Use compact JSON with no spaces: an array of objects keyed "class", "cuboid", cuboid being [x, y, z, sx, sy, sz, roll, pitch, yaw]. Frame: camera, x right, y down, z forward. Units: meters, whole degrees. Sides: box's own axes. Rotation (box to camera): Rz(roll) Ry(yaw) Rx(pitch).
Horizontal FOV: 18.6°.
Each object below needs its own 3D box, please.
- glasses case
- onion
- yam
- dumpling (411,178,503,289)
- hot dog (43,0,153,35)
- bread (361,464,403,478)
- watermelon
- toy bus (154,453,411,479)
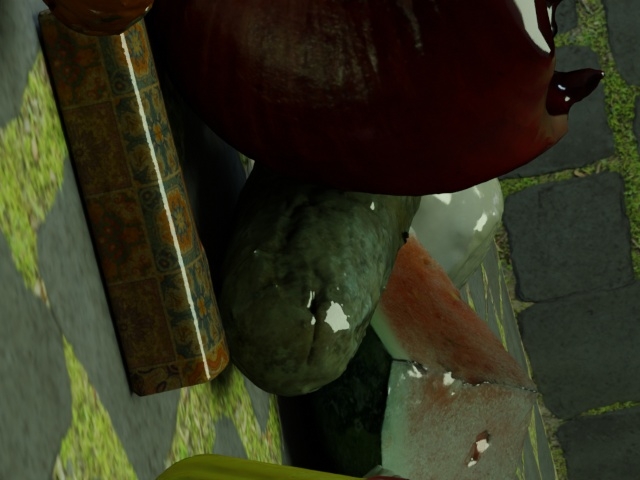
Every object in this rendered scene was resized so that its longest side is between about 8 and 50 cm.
[{"class":"glasses case","cuboid":[-0.100,-0.029,1.090,0.075,0.049,0.218,-54,132,-75]},{"class":"onion","cuboid":[0.032,-0.194,1.289,0.341,0.341,0.341,-12,90,-80]},{"class":"yam","cuboid":[0.000,0.000,1.372,0.330,0.133,0.133,-74,150,-62]},{"class":"dumpling","cuboid":[0.071,0.012,1.731,0.243,0.175,0.227,55,52,-34]},{"class":"hot dog","cuboid":[-0.119,-0.192,0.892,0.257,0.150,0.153,80,4,-58]},{"class":"bread","cuboid":[0.085,0.279,1.358,0.210,0.110,0.192,37,-30,53]},{"class":"watermelon","cuboid":[0.066,0.117,1.531,0.260,0.176,0.256,48,-23,37]},{"class":"toy bus","cuboid":[0.024,0.324,0.811,0.209,0.249,0.440,-45,128,-43]}]
